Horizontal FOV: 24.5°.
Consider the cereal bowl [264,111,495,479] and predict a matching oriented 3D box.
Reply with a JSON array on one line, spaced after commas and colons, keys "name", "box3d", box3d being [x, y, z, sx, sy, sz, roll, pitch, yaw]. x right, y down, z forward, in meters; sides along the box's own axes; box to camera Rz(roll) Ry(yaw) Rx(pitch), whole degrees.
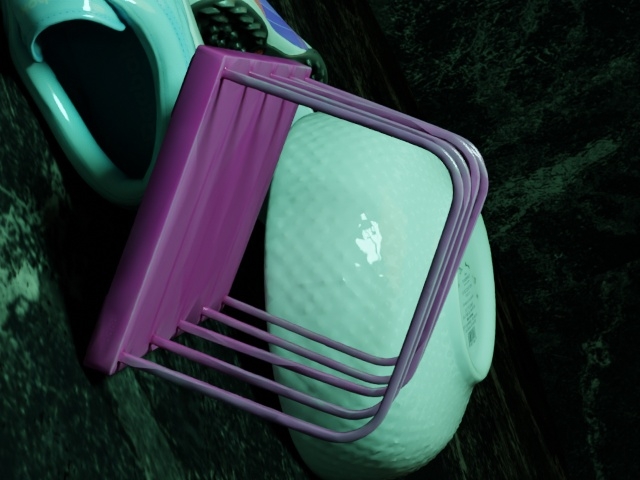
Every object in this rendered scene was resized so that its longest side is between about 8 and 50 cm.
[{"name": "cereal bowl", "box3d": [0.070, 0.046, 1.305, 0.339, 0.141, 0.338, -5, 90, -73]}]

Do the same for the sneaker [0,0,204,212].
[{"name": "sneaker", "box3d": [-0.160, -0.188, 0.972, 0.150, 0.135, 0.365, -76, 140, -79]}]

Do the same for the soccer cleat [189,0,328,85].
[{"name": "soccer cleat", "box3d": [-0.081, -0.213, 1.495, 0.116, 0.109, 0.318, 67, 13, 21]}]

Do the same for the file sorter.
[{"name": "file sorter", "box3d": [0.000, 0.000, 0.987, 0.291, 0.182, 0.202, -28, 139, -79]}]

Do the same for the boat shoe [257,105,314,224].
[{"name": "boat shoe", "box3d": [-0.034, -0.082, 1.430, 0.301, 0.108, 0.102, 53, 13, -49]}]
